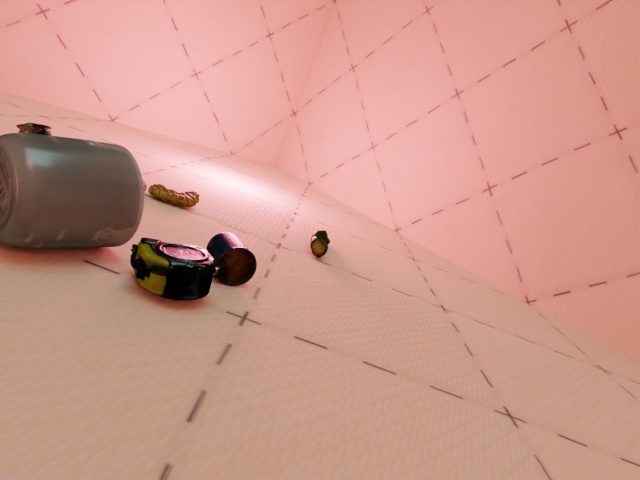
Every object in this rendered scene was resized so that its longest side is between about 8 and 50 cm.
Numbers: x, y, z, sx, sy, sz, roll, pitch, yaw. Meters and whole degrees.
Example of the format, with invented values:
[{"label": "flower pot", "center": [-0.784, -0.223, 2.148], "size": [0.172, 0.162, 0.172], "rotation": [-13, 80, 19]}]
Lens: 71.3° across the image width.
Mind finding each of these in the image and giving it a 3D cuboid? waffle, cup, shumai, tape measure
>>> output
[{"label": "waffle", "center": [-0.579, -0.177, 1.769], "size": [0.193, 0.051, 0.149], "rotation": [14, 14, -11]}, {"label": "cup", "center": [-0.642, -0.105, 1.050], "size": [0.356, 0.260, 0.274], "rotation": [-7, -2, 31]}, {"label": "shumai", "center": [-1.033, -0.368, 1.662], "size": [0.201, 0.120, 0.201], "rotation": [18, 12, -4]}, {"label": "tape measure", "center": [-0.342, 0.072, 1.043], "size": [0.198, 0.112, 0.186], "rotation": [7, 12, -31]}, {"label": "cup", "center": [-0.270, 0.044, 1.251], "size": [0.150, 0.114, 0.138], "rotation": [15, 13, -32]}]

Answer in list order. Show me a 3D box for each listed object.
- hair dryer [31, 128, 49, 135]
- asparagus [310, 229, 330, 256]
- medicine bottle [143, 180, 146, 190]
[{"label": "hair dryer", "center": [-0.856, -0.222, 1.101], "size": [0.358, 0.120, 0.304], "rotation": [-14, 21, 2]}, {"label": "asparagus", "center": [-0.001, 0.002, 1.910], "size": [0.084, 0.082, 0.343], "rotation": [17, 12, -2]}, {"label": "medicine bottle", "center": [-0.716, -0.197, 1.630], "size": [0.051, 0.051, 0.191], "rotation": [25, 14, 12]}]
